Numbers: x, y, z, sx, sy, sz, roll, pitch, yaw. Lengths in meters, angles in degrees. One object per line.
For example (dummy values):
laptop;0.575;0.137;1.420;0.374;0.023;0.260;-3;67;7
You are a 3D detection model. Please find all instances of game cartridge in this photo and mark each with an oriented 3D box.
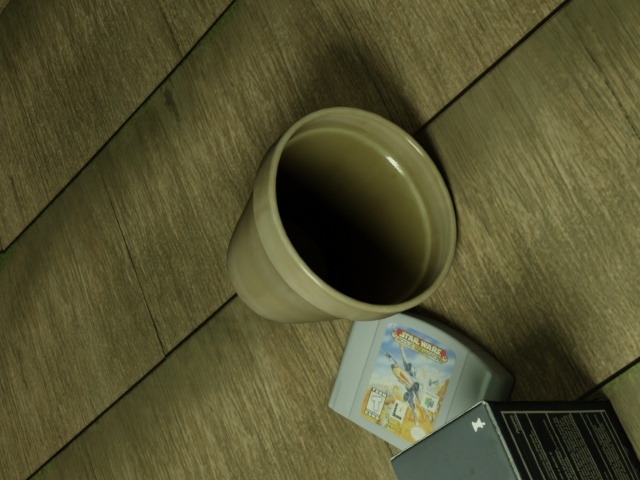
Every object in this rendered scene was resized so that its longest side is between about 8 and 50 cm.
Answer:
game cartridge;0.146;0.217;1.819;0.297;0.062;0.198;24;104;42

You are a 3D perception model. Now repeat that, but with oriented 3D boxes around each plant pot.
plant pot;0.000;0.000;1.840;0.280;0.323;0.323;-37;60;51

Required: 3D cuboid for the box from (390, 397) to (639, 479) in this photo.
box;0.282;0.366;1.509;0.183;0.294;0.296;-39;60;32
